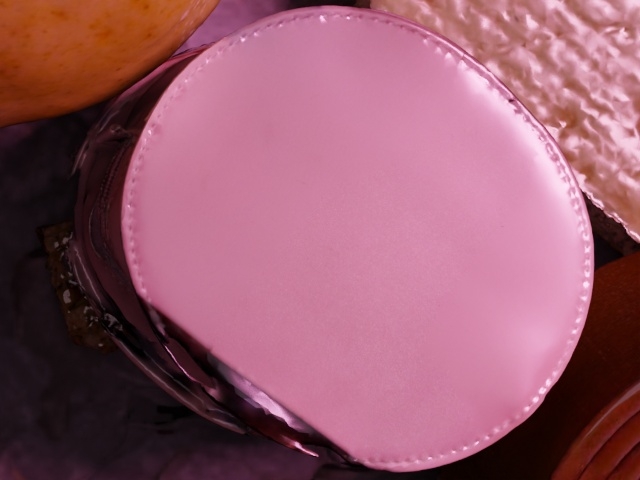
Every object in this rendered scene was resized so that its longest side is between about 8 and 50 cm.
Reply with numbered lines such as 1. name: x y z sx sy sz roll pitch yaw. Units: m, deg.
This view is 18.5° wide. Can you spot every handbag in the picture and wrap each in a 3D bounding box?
1. handbag: 0.000 0.000 0.813 0.205 0.116 0.179 38 86 -9

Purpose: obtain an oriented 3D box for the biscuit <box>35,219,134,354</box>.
1. biscuit: -0.024 -0.002 0.886 0.199 0.034 0.064 -15 94 -8

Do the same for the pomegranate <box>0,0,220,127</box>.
1. pomegranate: -0.143 -0.148 0.780 0.233 0.233 0.233 0 91 -9

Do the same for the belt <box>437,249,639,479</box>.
1. belt: 0.225 0.105 0.863 0.339 0.122 0.217 0 108 -11

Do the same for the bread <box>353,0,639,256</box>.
1. bread: 0.160 -0.104 0.901 0.286 0.056 0.207 44 86 -10
